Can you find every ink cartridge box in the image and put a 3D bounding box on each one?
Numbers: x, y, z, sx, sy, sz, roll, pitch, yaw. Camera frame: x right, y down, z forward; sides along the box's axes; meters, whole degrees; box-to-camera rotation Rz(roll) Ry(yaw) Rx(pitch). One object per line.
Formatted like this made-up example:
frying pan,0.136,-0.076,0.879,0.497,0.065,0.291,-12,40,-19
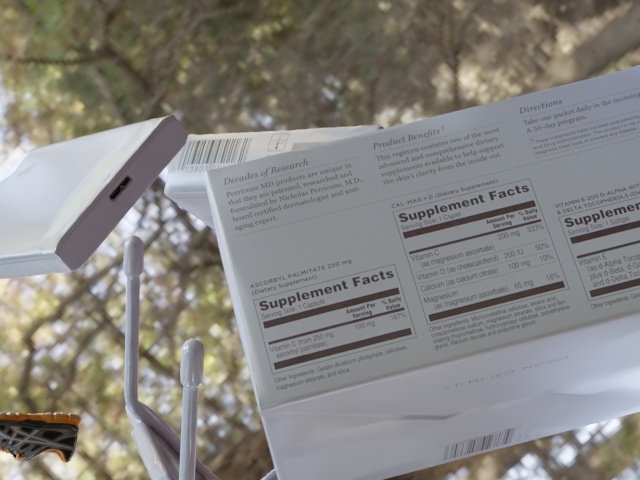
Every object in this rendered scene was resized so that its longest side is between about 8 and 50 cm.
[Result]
ink cartridge box,0.033,-0.023,1.810,0.385,0.308,0.091,36,-120,-50

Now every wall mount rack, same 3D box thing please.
wall mount rack,-0.094,0.174,1.211,0.304,0.130,0.350,51,178,-31

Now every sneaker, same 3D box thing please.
sneaker,-0.507,0.330,2.342,0.214,0.083,0.084,2,170,-14

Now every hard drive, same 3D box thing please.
hard drive,-0.292,-0.040,1.527,0.307,0.203,0.040,-5,131,51

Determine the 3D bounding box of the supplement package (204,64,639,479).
supplement package,0.082,0.032,0.826,0.204,0.261,0.145,85,171,-66
